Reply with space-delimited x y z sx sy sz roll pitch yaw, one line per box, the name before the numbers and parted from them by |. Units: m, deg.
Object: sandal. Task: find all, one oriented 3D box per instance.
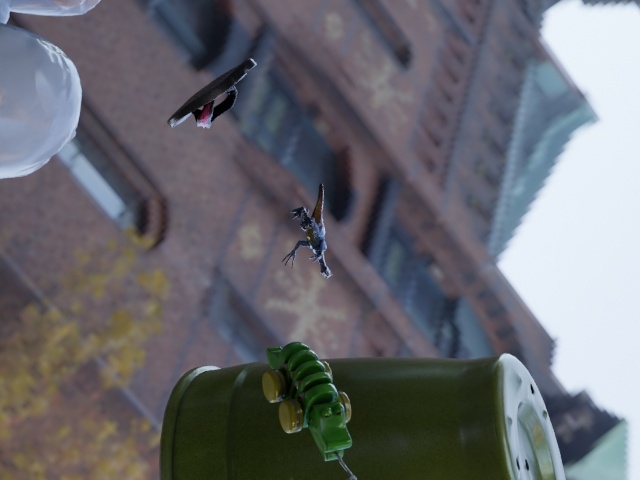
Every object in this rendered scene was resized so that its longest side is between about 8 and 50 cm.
sandal | -0.123 -0.159 2.132 0.067 0.040 0.179 -47 -168 -32

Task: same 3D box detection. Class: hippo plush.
hippo plush | -0.279 -0.146 1.235 0.294 0.234 0.236 -16 -125 14

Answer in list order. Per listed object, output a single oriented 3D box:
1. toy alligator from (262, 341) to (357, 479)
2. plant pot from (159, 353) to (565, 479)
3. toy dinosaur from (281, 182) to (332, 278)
toy alligator | 0.000 0.142 1.555 0.056 0.051 0.189 -8 -137 -25
plant pot | 0.068 0.271 1.962 0.353 0.366 0.366 -16 -150 18
toy dinosaur | 0.000 0.000 2.001 0.090 0.082 0.047 -47 -135 -9
